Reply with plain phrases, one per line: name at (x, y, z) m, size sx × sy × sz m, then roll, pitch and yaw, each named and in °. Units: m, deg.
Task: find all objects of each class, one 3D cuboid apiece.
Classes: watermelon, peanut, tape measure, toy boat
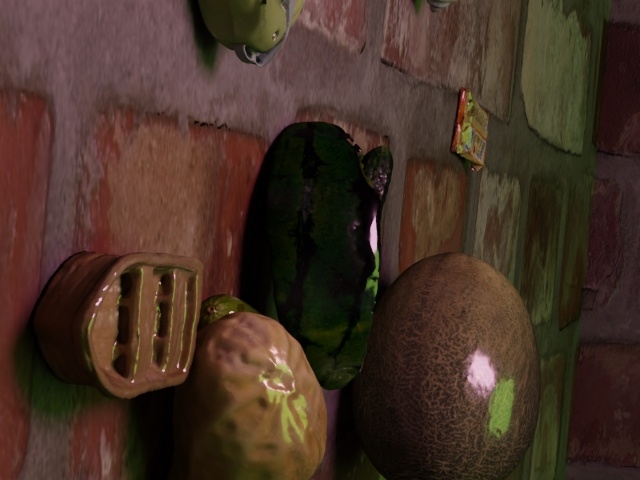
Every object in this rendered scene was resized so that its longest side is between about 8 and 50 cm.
watermelon at (0.000, 0.000, 1.398) m, size 0.129 × 0.123 × 0.301 m, roll 107°, pitch -21°, yaw -73°
peanut at (-0.068, 0.206, 1.219) m, size 0.147 × 0.147 × 0.305 m, roll -49°, pitch 151°, yaw -58°
tape measure at (-0.059, -0.258, 1.217) m, size 0.154 × 0.088 × 0.177 m, roll -61°, pitch 152°, yaw -48°
toy boat at (-0.163, 0.064, 1.061) m, size 0.188 × 0.061 × 0.116 m, roll 5°, pitch 93°, yaw -70°

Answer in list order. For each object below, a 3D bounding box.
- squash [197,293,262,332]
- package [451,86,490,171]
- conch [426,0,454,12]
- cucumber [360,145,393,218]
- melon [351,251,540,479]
squash at (-0.065, 0.118, 1.336) m, size 0.252 × 0.066 × 0.066 m, roll 61°, pitch 40°, yaw -60°
package at (0.243, -0.177, 2.143) m, size 0.121 × 0.031 × 0.108 m, roll 31°, pitch 65°, yaw -62°
conch at (0.202, -0.479, 1.722) m, size 0.249 × 0.197 × 0.367 m, roll 2°, pitch 100°, yaw -33°
cucumber at (0.051, -0.027, 1.625) m, size 0.052 × 0.058 × 0.214 m, roll 55°, pitch 42°, yaw -52°
melon at (0.164, 0.175, 1.726) m, size 0.248 × 0.249 × 0.329 m, roll 58°, pitch 35°, yaw -59°
